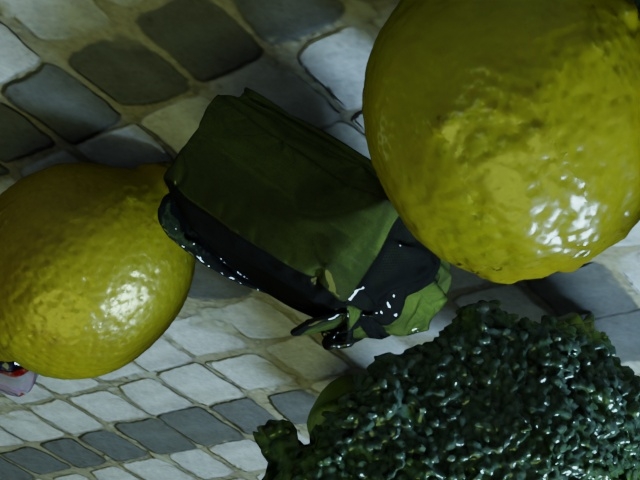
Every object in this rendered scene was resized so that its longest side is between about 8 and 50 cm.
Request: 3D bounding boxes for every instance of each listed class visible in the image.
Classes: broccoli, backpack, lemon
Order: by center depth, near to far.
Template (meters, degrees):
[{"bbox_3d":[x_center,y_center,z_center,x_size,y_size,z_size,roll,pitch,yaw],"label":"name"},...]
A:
[{"bbox_3d":[0.122,-0.080,0.782,0.192,0.192,0.231,-6,115,28],"label":"lemon"},{"bbox_3d":[0.000,0.000,0.957,0.207,0.140,0.253,34,178,28],"label":"backpack"},{"bbox_3d":[-0.209,0.024,1.079,0.244,0.187,0.187,-39,127,13],"label":"lemon"},{"bbox_3d":[0.137,0.181,1.145,0.353,0.275,0.397,14,173,10],"label":"broccoli"}]

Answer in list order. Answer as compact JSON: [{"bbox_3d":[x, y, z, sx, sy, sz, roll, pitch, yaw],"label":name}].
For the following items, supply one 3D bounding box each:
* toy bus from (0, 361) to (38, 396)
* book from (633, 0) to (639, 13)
[{"bbox_3d":[-0.416,0.062,1.253,0.302,0.127,0.147,14,150,0],"label":"toy bus"},{"bbox_3d":[0.247,-0.114,0.852,0.135,0.017,0.103,25,146,-17],"label":"book"}]
